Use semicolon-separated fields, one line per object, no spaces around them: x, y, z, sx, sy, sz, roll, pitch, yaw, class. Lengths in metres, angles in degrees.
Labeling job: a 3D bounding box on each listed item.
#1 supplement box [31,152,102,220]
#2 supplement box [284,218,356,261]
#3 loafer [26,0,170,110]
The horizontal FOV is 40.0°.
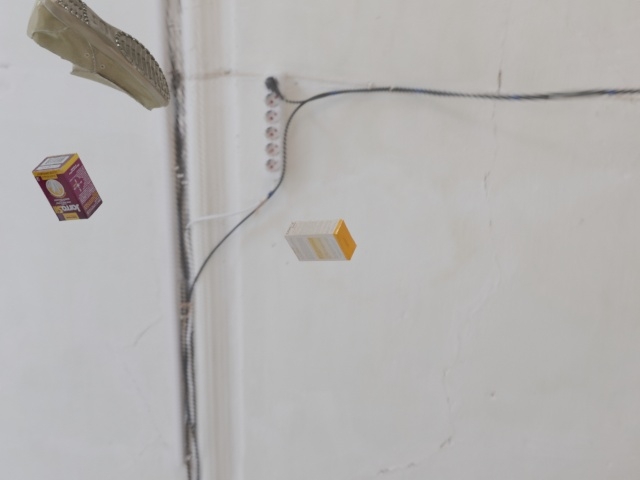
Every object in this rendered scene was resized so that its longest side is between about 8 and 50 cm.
-0.343;-0.072;1.192;0.055;0.043;0.083;-4;-55;26;supplement box
0.000;0.000;1.398;0.098;0.036;0.062;-1;-44;31;supplement box
-0.351;-0.293;1.395;0.092;0.102;0.268;-35;-52;20;loafer
